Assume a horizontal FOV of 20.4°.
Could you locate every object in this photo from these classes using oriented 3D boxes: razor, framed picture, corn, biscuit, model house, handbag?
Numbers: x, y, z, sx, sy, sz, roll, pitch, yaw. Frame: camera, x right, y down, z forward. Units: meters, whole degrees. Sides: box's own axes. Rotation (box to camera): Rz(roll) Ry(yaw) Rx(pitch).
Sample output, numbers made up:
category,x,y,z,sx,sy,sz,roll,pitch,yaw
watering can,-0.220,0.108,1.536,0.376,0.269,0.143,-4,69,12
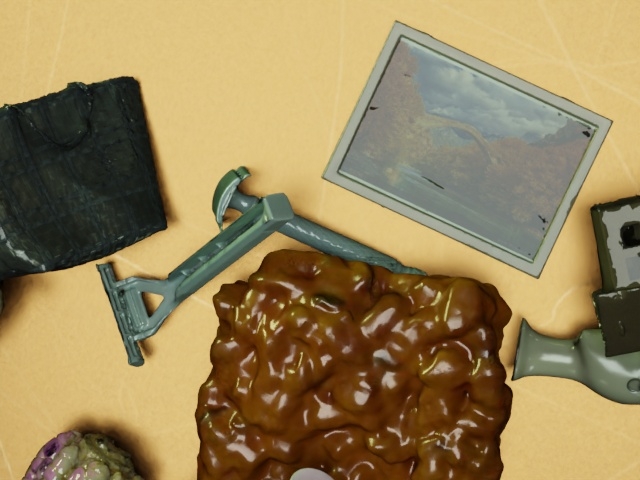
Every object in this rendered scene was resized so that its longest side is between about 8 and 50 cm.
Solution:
category,x,y,z,sx,sy,sz,roll,pitch,yaw
razor,-0.117,0.024,1.755,0.278,0.056,0.111,-32,72,40
razor,0.000,0.000,1.809,0.232,0.106,0.068,25,94,-8
framed picture,0.150,-0.093,1.823,0.250,0.016,0.184,26,95,1
corn,-0.300,0.347,1.821,0.126,0.126,0.335,33,96,1
biscuit,0.033,0.168,1.773,0.312,0.110,0.318,9,110,5
model house,0.371,0.069,1.723,0.204,0.211,0.243,-11,92,5
handbag,-0.257,-0.062,1.752,0.088,0.270,0.175,-7,100,39

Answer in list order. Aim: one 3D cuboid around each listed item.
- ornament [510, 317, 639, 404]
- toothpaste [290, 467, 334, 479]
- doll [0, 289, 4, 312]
category,x,y,z,sx,sy,sz,roll,pitch,yaw
ornament,0.275,0.121,1.797,0.156,0.075,0.081,10,125,5
toothpaste,-0.075,0.343,1.777,0.100,0.066,0.323,34,128,-1
doll,-0.477,-0.012,1.757,0.247,0.247,0.349,-40,83,4
